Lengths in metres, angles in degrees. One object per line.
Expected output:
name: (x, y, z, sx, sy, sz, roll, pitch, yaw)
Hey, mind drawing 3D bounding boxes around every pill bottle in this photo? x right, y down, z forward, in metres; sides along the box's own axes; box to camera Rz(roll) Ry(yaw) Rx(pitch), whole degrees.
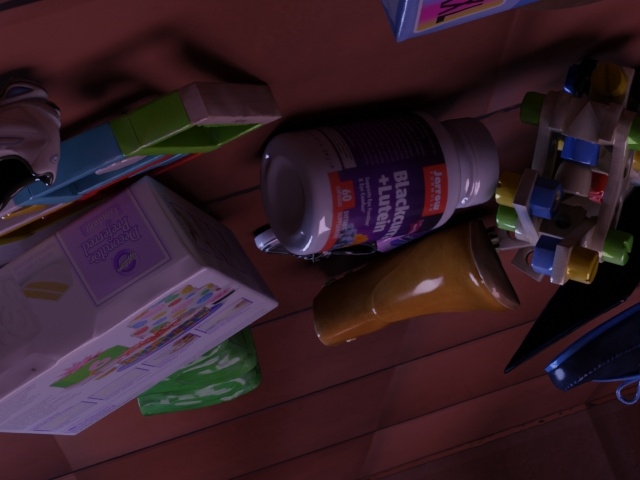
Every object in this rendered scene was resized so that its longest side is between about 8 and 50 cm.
pill bottle: (0.055, -0.055, 1.513, 0.194, 0.108, 0.108, -12, 162, -27)

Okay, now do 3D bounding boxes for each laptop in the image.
laptop: (0.440, 0.002, 1.840, 0.408, 0.236, 0.382, 3, 165, -11)

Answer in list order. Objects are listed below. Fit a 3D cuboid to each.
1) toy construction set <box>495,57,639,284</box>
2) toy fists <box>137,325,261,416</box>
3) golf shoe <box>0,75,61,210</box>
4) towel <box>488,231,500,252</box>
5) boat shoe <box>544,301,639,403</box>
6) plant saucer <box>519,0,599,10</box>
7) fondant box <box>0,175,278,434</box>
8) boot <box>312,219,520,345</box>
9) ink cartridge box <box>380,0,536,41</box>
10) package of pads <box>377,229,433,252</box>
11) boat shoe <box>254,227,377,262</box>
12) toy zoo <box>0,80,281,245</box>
toy construction set: (0.245, -0.050, 1.589, 0.151, 0.215, 0.327, 16, 176, 7)
toy fists: (-0.141, 0.129, 1.924, 0.142, 0.096, 0.279, -9, 165, -2)
golf shoe: (-0.259, -0.044, 1.201, 0.176, 0.086, 0.069, -25, 148, 15)
towel: (0.151, 0.032, 2.066, 0.110, 0.027, 0.148, -16, 163, -18)
boat shoe: (0.348, 0.104, 1.788, 0.258, 0.089, 0.109, -24, 171, -27)
plant saucer: (0.226, -0.240, 1.234, 0.278, 0.041, 0.278, -19, 164, -6)
fondant box: (-0.184, 0.067, 1.493, 0.238, 0.096, 0.330, -33, 171, 3)
boot: (0.093, 0.060, 1.833, 0.211, 0.104, 0.295, -26, -174, 5)
ink cartridge box: (0.209, -0.271, 0.919, 0.396, 0.151, 0.270, -19, 164, -7)
package of pads: (0.087, -0.017, 1.819, 0.083, 0.032, 0.050, -25, 167, 18)
boat shoe: (0.000, 0.000, 1.753, 0.142, 0.040, 0.049, -9, 161, -35)
toy zoo: (-0.187, -0.046, 1.315, 0.293, 0.030, 0.192, -24, 178, 15)
